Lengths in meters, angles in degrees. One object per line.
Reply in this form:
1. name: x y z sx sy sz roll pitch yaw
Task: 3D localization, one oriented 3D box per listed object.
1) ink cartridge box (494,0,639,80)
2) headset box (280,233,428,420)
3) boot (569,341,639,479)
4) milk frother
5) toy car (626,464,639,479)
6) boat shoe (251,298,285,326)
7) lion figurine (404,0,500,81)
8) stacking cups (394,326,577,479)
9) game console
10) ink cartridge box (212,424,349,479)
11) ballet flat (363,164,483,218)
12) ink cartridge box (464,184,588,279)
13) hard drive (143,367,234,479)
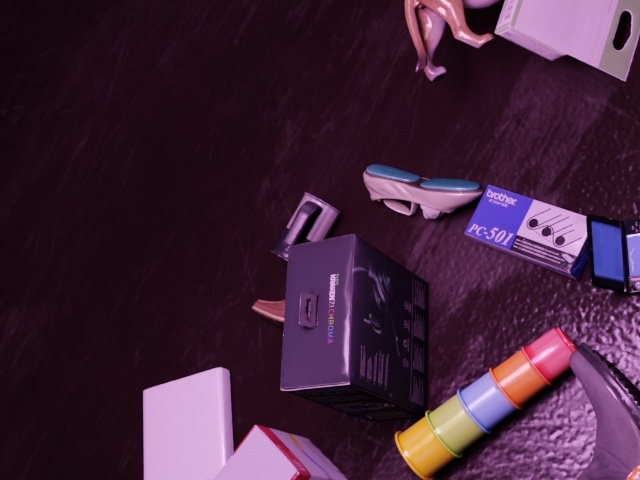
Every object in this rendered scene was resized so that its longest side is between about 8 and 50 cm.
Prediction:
1. ink cartridge box: 0.429 -0.384 1.576 0.056 0.235 0.171 -9 61 71
2. headset box: 0.059 0.149 1.531 0.131 0.283 0.246 -11 66 31
3. boot: 0.396 0.329 1.326 0.223 0.118 0.338 -40 54 16
4. milk frother: 0.000 0.000 1.767 0.143 0.129 0.134 30 89 -4
5. toy car: 0.462 0.307 1.217 0.122 0.040 0.060 -35 68 20
6. boat shoe: -0.047 0.136 1.754 0.178 0.064 0.060 12 73 31
7. lion figurine: 0.278 -0.454 1.648 0.392 0.142 0.240 -25 82 -23
8. stacking cups: 0.267 0.256 1.464 0.316 0.096 0.096 -39 54 15
9. game console: 0.476 0.016 1.434 0.107 0.071 0.122 -11 66 31
10. ink cartridge box: -0.062 0.410 1.574 0.127 0.176 0.128 39 95 36
11. ballet flat: 0.184 -0.081 1.682 0.248 0.086 0.086 16 81 40
12. ink cartridge box: 0.351 -0.016 1.550 0.207 0.046 0.097 23 84 39
13. hard drive: -0.255 0.418 1.789 0.203 0.040 0.307 -20 60 27
